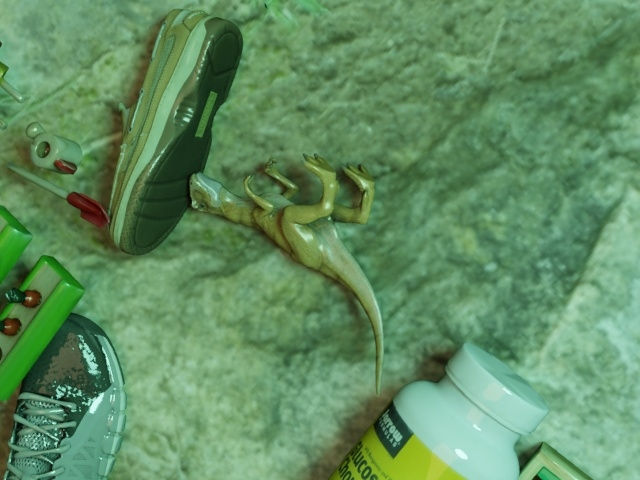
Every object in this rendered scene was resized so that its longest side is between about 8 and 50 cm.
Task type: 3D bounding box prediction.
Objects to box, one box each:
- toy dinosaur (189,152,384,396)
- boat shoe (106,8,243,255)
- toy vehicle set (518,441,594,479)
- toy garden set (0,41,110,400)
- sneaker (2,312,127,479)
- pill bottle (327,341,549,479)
[{"bbox_3d":[0.000,0.000,0.806,0.211,0.064,0.112,37,114,18],"label":"toy dinosaur"},{"bbox_3d":[-0.124,-0.084,0.831,0.072,0.068,0.190,23,89,26],"label":"boat shoe"},{"bbox_3d":[0.211,0.289,0.765,0.267,0.035,0.166,38,100,10],"label":"toy vehicle set"},{"bbox_3d":[-0.270,-0.034,0.841,0.244,0.049,0.204,40,99,25],"label":"toy garden set"},{"bbox_3d":[-0.211,0.172,0.819,0.086,0.132,0.229,4,93,14],"label":"sneaker"},{"bbox_3d":[0.072,0.164,0.762,0.103,0.103,0.184,38,100,10],"label":"pill bottle"}]
